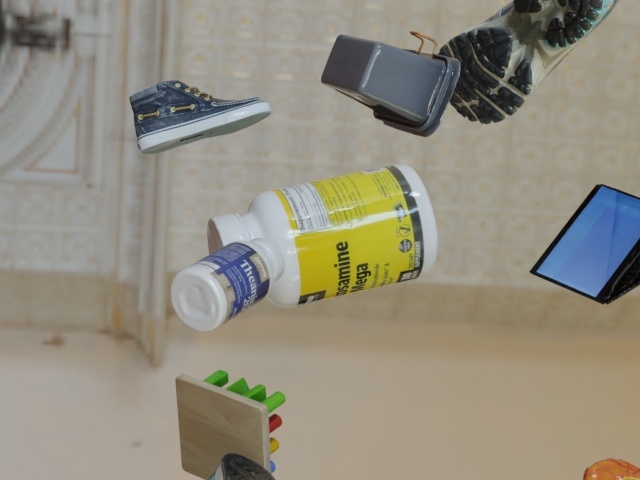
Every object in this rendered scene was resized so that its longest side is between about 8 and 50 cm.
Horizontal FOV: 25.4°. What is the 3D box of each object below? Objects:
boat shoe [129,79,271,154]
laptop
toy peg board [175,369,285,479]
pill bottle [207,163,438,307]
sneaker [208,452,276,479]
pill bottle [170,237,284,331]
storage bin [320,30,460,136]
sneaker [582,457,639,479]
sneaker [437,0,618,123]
[{"bbox_3d":[-0.161,-0.178,1.875,0.065,0.183,0.083,63,12,-81],"label":"boat shoe"},{"bbox_3d":[0.519,-0.021,2.447,0.234,0.136,0.264,-50,179,-21],"label":"laptop"},{"bbox_3d":[-0.120,0.273,2.060,0.079,0.161,0.160,-30,127,-46],"label":"toy peg board"},{"bbox_3d":[0.000,0.000,2.234,0.188,0.334,0.188,168,-90,-76],"label":"pill bottle"},{"bbox_3d":[-0.148,0.393,1.808,0.178,0.124,0.295,-61,177,10],"label":"sneaker"},{"bbox_3d":[-0.089,0.040,1.417,0.120,0.067,0.067,-32,134,-50],"label":"pill bottle"},{"bbox_3d":[0.067,-0.171,1.441,0.135,0.091,0.098,29,-82,64],"label":"storage bin"},{"bbox_3d":[0.451,0.346,2.009,0.067,0.175,0.064,174,-71,-69],"label":"sneaker"},{"bbox_3d":[0.240,-0.225,1.558,0.110,0.122,0.283,56,-40,1],"label":"sneaker"}]
